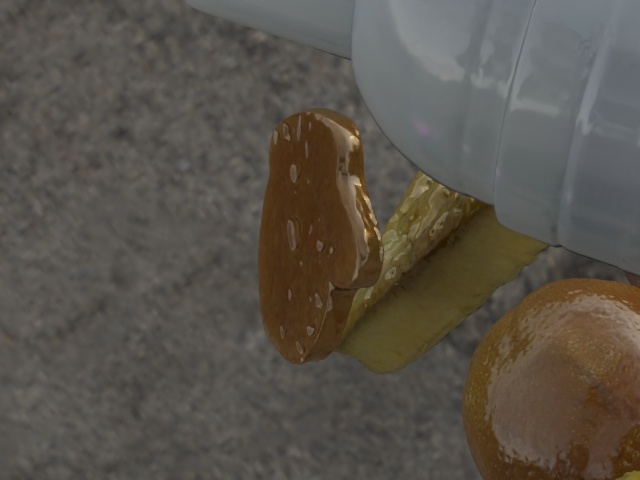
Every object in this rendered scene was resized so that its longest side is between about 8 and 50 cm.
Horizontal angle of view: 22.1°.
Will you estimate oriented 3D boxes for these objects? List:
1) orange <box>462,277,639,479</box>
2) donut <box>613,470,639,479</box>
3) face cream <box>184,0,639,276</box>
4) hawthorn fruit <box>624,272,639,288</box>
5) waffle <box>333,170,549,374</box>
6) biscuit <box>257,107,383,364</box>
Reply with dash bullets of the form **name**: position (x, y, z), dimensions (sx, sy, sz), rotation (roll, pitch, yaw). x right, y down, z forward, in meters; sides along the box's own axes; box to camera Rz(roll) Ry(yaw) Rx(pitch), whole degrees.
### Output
- **orange**: position (0.261, 0.162, 1.586), dimensions (0.264, 0.264, 0.264), rotation (-10, 53, 14)
- **donut**: position (0.108, 0.103, 0.367), dimensions (0.059, 0.140, 0.140), rotation (-28, 50, -11)
- **face cream**: position (0.105, -0.059, 0.503), dimensions (0.370, 0.145, 0.145), rotation (18, 63, 15)
- **hawthorn fruit**: position (0.413, -0.009, 1.755), dimensions (0.181, 0.235, 0.181), rotation (0, 44, 0)
- **waffle**: position (0.107, -0.035, 0.960), dimensions (0.057, 0.274, 0.168), rotation (35, 52, -7)
- **biscuit**: position (0.001, 0.000, 0.894), dimensions (0.118, 0.023, 0.140), rotation (26, 111, 58)
